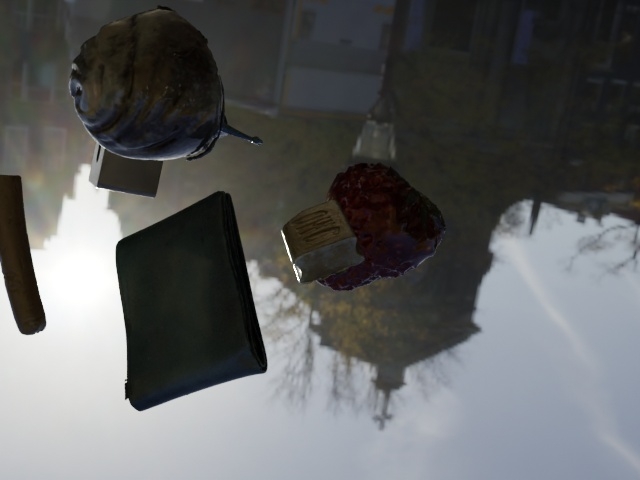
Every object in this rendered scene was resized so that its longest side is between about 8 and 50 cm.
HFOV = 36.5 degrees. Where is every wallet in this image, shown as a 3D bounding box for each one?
[{"bbox_3d":[-0.213,0.096,1.495,0.251,0.290,0.054,-23,161,27],"label":"wallet"}]

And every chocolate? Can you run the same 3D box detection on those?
[{"bbox_3d":[-0.350,-0.268,1.800,0.303,0.303,0.213,20,-151,38],"label":"chocolate"}]

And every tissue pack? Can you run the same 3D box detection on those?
[{"bbox_3d":[-0.425,-0.232,2.193,0.136,0.246,0.159,12,-176,-21],"label":"tissue pack"}]

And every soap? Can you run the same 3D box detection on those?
[{"bbox_3d":[0.000,0.000,2.009,0.140,0.073,0.232,-20,-157,-1],"label":"soap"}]

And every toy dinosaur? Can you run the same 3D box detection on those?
[{"bbox_3d":[-0.255,-0.269,2.170,0.144,0.076,0.329,36,167,-33],"label":"toy dinosaur"}]

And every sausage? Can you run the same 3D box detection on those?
[{"bbox_3d":[-0.561,0.027,1.794,0.066,0.301,0.066,-10,-179,0],"label":"sausage"}]

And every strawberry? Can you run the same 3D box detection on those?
[{"bbox_3d":[0.118,-0.008,2.424,0.295,0.345,0.317,43,-174,27],"label":"strawberry"}]
